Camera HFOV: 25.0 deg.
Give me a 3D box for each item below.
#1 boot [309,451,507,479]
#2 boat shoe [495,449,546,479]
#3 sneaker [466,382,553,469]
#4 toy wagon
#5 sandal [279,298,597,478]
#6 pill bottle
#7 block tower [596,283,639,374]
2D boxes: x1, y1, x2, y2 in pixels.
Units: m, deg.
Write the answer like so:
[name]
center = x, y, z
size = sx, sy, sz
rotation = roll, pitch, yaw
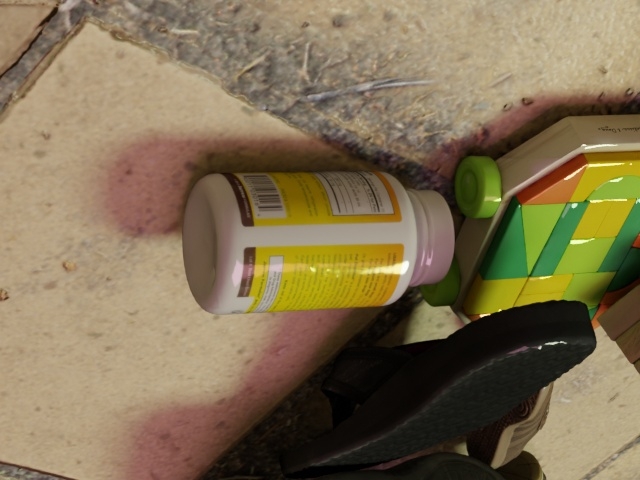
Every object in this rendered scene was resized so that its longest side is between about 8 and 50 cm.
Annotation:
[boot]
center = 0.019, 0.337, 1.555
size = 0.377, 0.138, 0.284
rotation = 4, 154, -46
[boat shoe]
center = 0.171, 0.331, 1.699
size = 0.224, 0.080, 0.073
rotation = -33, 135, 6
[sneaker]
center = 0.217, 0.178, 1.575
size = 0.071, 0.066, 0.188
rotation = -19, 150, -34
[toy wagon]
center = 0.230, 0.020, 1.385
size = 0.267, 0.068, 0.344
rotation = -3, 137, -22
[sandal]
center = 0.099, 0.130, 1.377
size = 0.168, 0.107, 0.446
rotation = -1, 156, -32
[pill bottle]
center = 0.000, 0.000, 1.215
size = 0.215, 0.117, 0.117
rotation = -2, 136, -23
[block tower]
center = 0.396, 0.092, 1.463
size = 0.097, 0.091, 0.335
rotation = -42, 153, 21
